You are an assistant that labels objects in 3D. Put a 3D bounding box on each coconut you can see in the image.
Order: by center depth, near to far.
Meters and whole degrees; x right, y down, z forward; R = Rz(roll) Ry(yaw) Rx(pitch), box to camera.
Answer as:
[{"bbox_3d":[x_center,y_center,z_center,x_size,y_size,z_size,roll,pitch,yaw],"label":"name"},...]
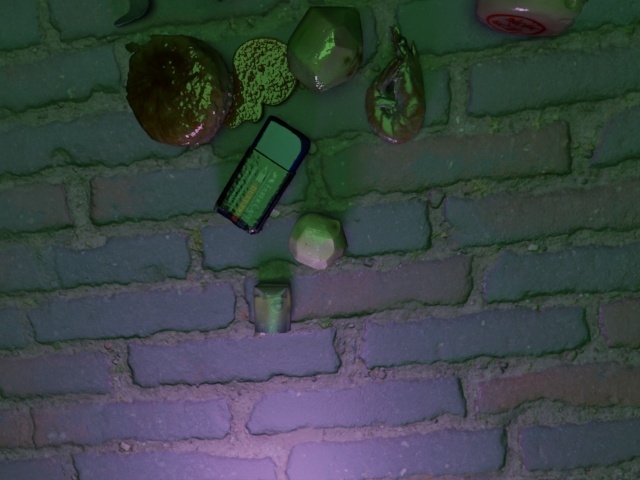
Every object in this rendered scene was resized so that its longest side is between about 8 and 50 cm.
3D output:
[{"bbox_3d":[0.022,-0.512,1.356,0.236,0.236,0.204,-48,59,12],"label":"coconut"},{"bbox_3d":[-0.001,0.003,1.485,0.162,0.161,0.161,25,102,9],"label":"coconut"}]

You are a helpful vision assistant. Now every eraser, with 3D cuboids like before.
[{"bbox_3d":[-0.166,-0.183,1.490,0.155,0.101,0.332,33,103,-2],"label":"eraser"}]

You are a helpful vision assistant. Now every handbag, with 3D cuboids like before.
[{"bbox_3d":[-0.148,0.219,1.578,0.117,0.095,0.173,1,93,11],"label":"handbag"}]

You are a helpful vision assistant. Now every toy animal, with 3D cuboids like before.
[{"bbox_3d":[-0.528,-0.726,1.435,0.255,0.176,0.239,14,101,38],"label":"toy animal"}]

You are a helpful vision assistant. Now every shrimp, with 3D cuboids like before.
[{"bbox_3d":[0.202,-0.429,1.422,0.168,0.077,0.317,-7,103,10],"label":"shrimp"}]

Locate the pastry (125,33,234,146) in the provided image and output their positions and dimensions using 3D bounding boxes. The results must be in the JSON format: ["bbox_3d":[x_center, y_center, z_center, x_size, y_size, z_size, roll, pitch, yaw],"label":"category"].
[{"bbox_3d":[-0.391,-0.423,1.427,0.329,0.136,0.330,2,97,18],"label":"pastry"}]

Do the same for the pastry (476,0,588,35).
[{"bbox_3d":[0.518,-0.598,1.274,0.264,0.265,0.133,12,100,3],"label":"pastry"}]

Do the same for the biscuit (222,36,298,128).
[{"bbox_3d":[-0.190,-0.449,1.471,0.202,0.044,0.289,43,103,-2],"label":"biscuit"}]
